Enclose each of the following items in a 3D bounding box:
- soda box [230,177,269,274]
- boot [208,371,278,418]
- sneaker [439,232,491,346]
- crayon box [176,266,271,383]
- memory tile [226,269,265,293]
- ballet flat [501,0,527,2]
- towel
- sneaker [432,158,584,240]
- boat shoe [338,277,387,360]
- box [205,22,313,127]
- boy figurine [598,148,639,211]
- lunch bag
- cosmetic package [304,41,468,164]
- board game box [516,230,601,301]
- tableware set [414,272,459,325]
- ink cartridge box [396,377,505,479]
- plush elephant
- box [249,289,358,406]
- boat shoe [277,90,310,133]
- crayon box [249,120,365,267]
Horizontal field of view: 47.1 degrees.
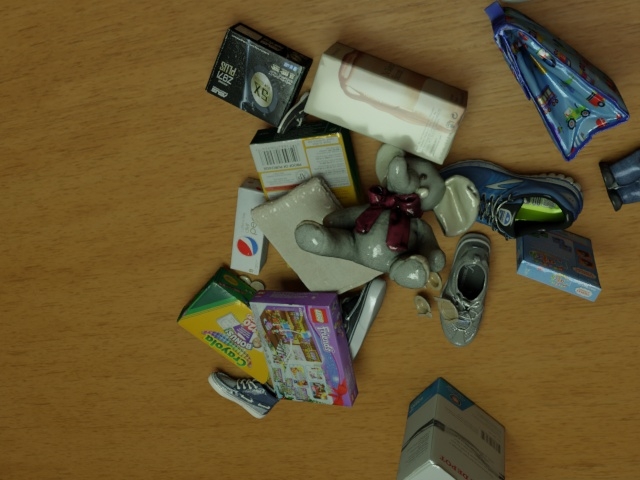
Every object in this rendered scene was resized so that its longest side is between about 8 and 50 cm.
[{"bbox_3d":[-0.158,-0.032,1.716,0.074,0.069,0.216,14,118,8],"label":"soda box"},{"bbox_3d":[-0.199,0.388,1.944,0.190,0.069,0.086,36,112,-15],"label":"boot"},{"bbox_3d":[0.319,0.128,1.650,0.105,0.115,0.281,6,117,11],"label":"sneaker"},{"bbox_3d":[-0.193,0.213,1.823,0.278,0.081,0.165,38,116,-13],"label":"crayon box"},{"bbox_3d":[-0.205,0.148,1.849,0.113,0.012,0.148,20,119,3],"label":"memory tile"},{"bbox_3d":[0.498,-0.533,1.282,0.139,0.139,0.400,45,117,-10],"label":"ballet flat"},{"bbox_3d":[0.000,0.000,1.608,0.187,0.049,0.282,-25,117,25],"label":"towel"},{"bbox_3d":[0.368,-0.082,1.513,0.330,0.147,0.130,5,117,18],"label":"sneaker"},{"bbox_3d":[0.072,0.183,1.729,0.102,0.108,0.301,28,139,8],"label":"boat shoe"},{"bbox_3d":[-0.130,-0.348,1.546,0.180,0.077,0.147,28,120,-1],"label":"box"},{"bbox_3d":[0.696,-0.158,1.430,0.285,0.092,0.177,-22,109,22],"label":"boy figurine"},{"bbox_3d":[0.409,-0.323,1.343,0.138,0.221,0.293,-39,102,27],"label":"lunch bag"},{"bbox_3d":[0.135,-0.279,1.475,0.296,0.153,0.129,20,117,2],"label":"cosmetic package"},{"bbox_3d":[0.483,0.031,1.507,0.160,0.211,0.039,21,119,4],"label":"board game box"},{"bbox_3d":[0.247,0.118,1.665,0.141,0.020,0.169,3,118,61],"label":"tableware set"},{"bbox_3d":[0.313,0.511,1.733,0.223,0.307,0.129,40,118,-7],"label":"ink cartridge box"},{"bbox_3d":[0.158,-0.062,1.462,0.272,0.330,0.255,20,96,26],"label":"plush elephant"},{"bbox_3d":[-0.035,0.254,1.719,0.201,0.057,0.293,1,120,24],"label":"box"},{"bbox_3d":[-0.046,-0.264,1.547,0.038,0.125,0.046,36,147,-1],"label":"boat shoe"},{"bbox_3d":[-0.013,-0.099,1.622,0.203,0.083,0.323,-5,122,16],"label":"crayon box"}]
